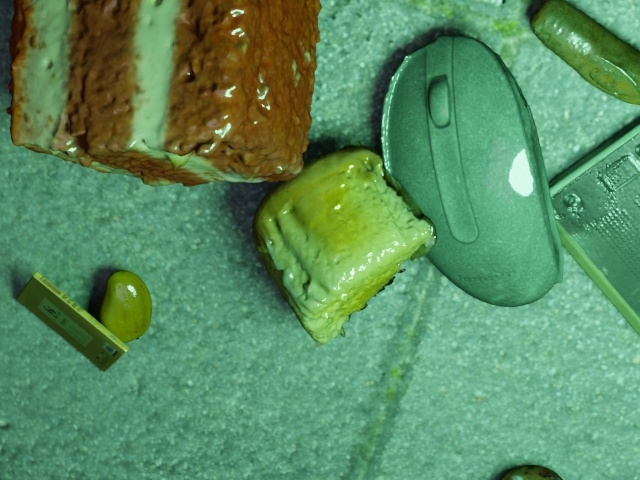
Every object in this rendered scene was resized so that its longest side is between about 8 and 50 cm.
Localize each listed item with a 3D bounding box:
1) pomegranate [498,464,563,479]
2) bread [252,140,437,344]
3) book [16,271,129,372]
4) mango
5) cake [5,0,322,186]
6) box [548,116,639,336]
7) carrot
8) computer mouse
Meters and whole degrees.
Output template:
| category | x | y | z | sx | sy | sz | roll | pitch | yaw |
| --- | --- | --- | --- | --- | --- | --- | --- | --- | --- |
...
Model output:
| category | x | y | z | sx | sy | sz | roll | pitch | yaw |
| --- | --- | --- | --- | --- | --- | --- | --- | --- | --- |
| pomegranate | 0.299 | 0.374 | 1.961 | 0.130 | 0.130 | 0.130 | 5 | 113 | 11 |
| bread | 0.000 | 0.000 | 1.808 | 0.262 | 0.162 | 0.204 | -51 | 61 | 37 |
| book | -0.360 | 0.120 | 2.015 | 0.172 | 0.012 | 0.118 | 41 | 149 | -7 |
| mango | -0.280 | 0.092 | 1.992 | 0.080 | 0.060 | 0.114 | 4 | 115 | 12 |
| cake | -0.187 | -0.209 | 1.688 | 0.319 | 0.269 | 0.270 | 1 | 83 | 20 |
| box | 0.432 | -0.009 | 1.802 | 0.210 | 0.045 | 0.270 | -36 | 101 | 25 |
| carrot | 0.407 | -0.189 | 1.721 | 0.342 | 0.070 | 0.070 | 32 | 115 | -3 |
| computer mouse | 0.194 | -0.073 | 1.767 | 0.203 | 0.114 | 0.374 | -9 | 110 | 37 |
